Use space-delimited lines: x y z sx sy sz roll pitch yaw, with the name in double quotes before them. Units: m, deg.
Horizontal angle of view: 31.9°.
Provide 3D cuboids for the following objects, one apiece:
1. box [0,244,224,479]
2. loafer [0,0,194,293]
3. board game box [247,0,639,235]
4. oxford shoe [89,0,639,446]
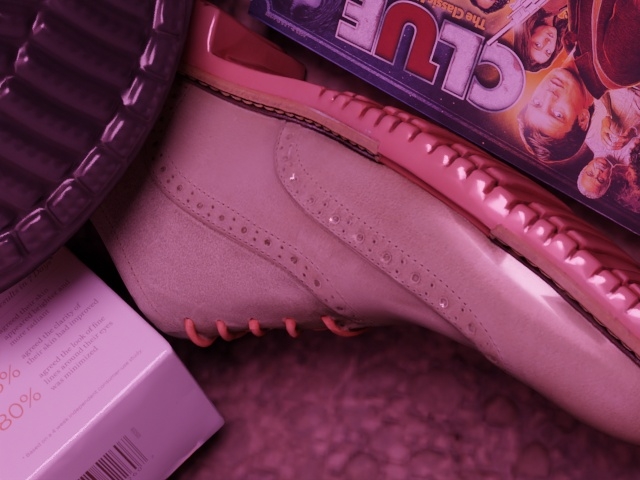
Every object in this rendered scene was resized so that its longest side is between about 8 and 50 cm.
"box" -0.157 0.067 0.557 0.130 0.091 0.170 -43 58 -13
"loafer" -0.119 -0.140 0.495 0.130 0.134 0.366 0 66 65
"board game box" 0.091 -0.127 0.512 0.243 0.042 0.165 32 125 20
"oxford shoe" 0.000 0.000 0.529 0.397 0.140 0.146 32 96 32
